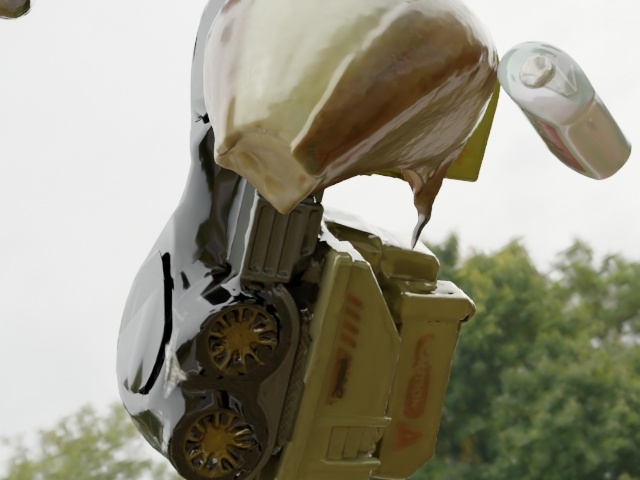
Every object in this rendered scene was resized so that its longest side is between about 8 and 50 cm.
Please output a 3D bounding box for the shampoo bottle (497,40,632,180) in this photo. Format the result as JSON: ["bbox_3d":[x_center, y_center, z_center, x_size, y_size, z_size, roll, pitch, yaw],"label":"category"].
[{"bbox_3d":[0.149,-0.083,0.796,0.043,0.072,0.099,-47,-36,4],"label":"shampoo bottle"}]

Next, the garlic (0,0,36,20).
[{"bbox_3d":[-0.312,-0.280,1.262,0.195,0.087,0.101,117,179,-63],"label":"garlic"}]

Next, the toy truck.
[{"bbox_3d":[0.000,0.000,0.957,0.254,0.180,0.405,8,-78,-22],"label":"toy truck"}]

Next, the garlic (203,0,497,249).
[{"bbox_3d":[0.030,-0.082,0.638,0.115,0.128,0.206,-30,-18,23],"label":"garlic"}]
